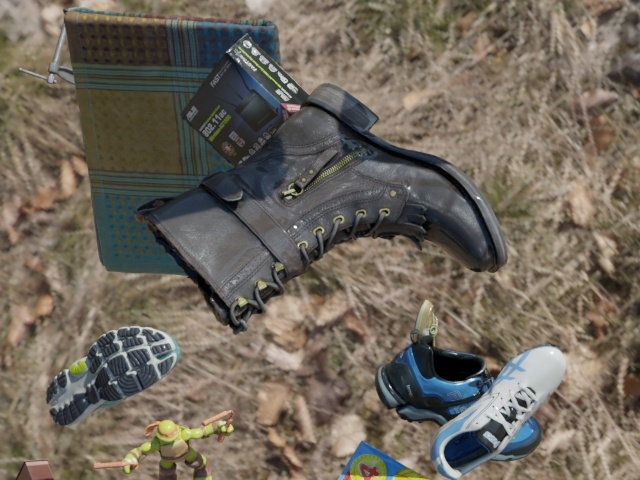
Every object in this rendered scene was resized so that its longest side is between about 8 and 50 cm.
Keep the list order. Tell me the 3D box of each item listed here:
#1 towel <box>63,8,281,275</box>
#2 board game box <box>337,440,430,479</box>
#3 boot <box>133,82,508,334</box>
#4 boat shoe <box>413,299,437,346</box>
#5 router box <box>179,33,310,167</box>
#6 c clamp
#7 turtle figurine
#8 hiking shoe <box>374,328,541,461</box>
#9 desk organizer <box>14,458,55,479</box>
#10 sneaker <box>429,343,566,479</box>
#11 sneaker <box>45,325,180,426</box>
[{"bbox_3d":[-0.170,-0.108,1.392,0.271,0.370,0.040,6,34,11],"label":"towel"},{"bbox_3d":[0.118,0.526,1.751,0.302,0.086,0.308,28,71,15],"label":"board game box"},{"bbox_3d":[0.000,0.000,0.953,0.263,0.091,0.229,38,66,21],"label":"boot"},{"bbox_3d":[0.189,0.175,1.939,0.048,0.056,0.153,10,112,15],"label":"boat shoe"},{"bbox_3d":[-0.076,-0.133,1.106,0.038,0.092,0.122,-49,4,-40],"label":"router box"},{"bbox_3d":[-0.435,-0.339,1.935,0.022,0.137,0.160,4,73,54],"label":"c clamp"},{"bbox_3d":[-0.286,0.397,2.087,0.269,0.217,0.087,-22,52,-13],"label":"turtle figurine"},{"bbox_3d":[0.237,0.249,1.728,0.132,0.304,0.113,-52,25,31],"label":"hiking shoe"},{"bbox_3d":[-0.525,0.456,1.995,0.050,0.047,0.130,55,126,38],"label":"desk organizer"},{"bbox_3d":[0.248,0.239,1.513,0.237,0.085,0.086,-45,19,8],"label":"sneaker"},{"bbox_3d":[-0.317,0.205,1.744,0.275,0.110,0.107,-28,77,33],"label":"sneaker"}]
